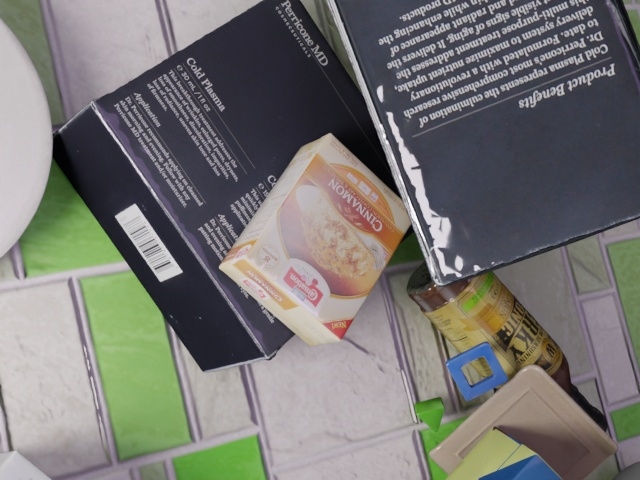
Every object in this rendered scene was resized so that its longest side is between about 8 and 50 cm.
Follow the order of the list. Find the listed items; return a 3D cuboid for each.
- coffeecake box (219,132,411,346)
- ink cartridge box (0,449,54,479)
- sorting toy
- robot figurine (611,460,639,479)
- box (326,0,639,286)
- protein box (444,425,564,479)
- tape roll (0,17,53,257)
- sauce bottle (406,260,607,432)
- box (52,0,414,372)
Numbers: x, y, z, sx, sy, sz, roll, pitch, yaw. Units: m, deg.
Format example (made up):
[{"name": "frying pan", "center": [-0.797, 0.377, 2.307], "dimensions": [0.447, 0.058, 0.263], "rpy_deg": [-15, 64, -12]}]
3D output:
[{"name": "coffeecake box", "center": [0.000, 0.000, 1.227], "dimensions": [0.142, 0.068, 0.185], "rpy_deg": [42, 62, -18]}, {"name": "ink cartridge box", "center": [-0.289, 0.300, 1.153], "dimensions": [0.175, 0.127, 0.072], "rpy_deg": [45, 60, -14]}, {"name": "sorting toy", "center": [0.273, 0.280, 1.499], "dimensions": [0.196, 0.047, 0.348], "rpy_deg": [-42, 104, 11]}, {"name": "robot figurine", "center": [0.517, 0.440, 1.582], "dimensions": [0.173, 0.209, 0.278], "rpy_deg": [-37, 101, 12]}, {"name": "box", "center": [0.235, -0.231, 1.380], "dimensions": [0.471, 0.297, 0.480], "rpy_deg": [71, 19, 0]}, {"name": "protein box", "center": [0.246, 0.387, 1.409], "dimensions": [0.200, 0.136, 0.201], "rpy_deg": [-46, 104, -6]}, {"name": "tape roll", "center": [-0.482, -0.118, 1.176], "dimensions": [0.392, 0.072, 0.392], "rpy_deg": [8, 74, -29]}, {"name": "sauce bottle", "center": [0.267, 0.154, 1.536], "dimensions": [0.344, 0.111, 0.111], "rpy_deg": [46, 60, -14]}, {"name": "box", "center": [-0.089, -0.072, 1.337], "dimensions": [0.312, 0.179, 0.343], "rpy_deg": [-38, 99, -31]}]
